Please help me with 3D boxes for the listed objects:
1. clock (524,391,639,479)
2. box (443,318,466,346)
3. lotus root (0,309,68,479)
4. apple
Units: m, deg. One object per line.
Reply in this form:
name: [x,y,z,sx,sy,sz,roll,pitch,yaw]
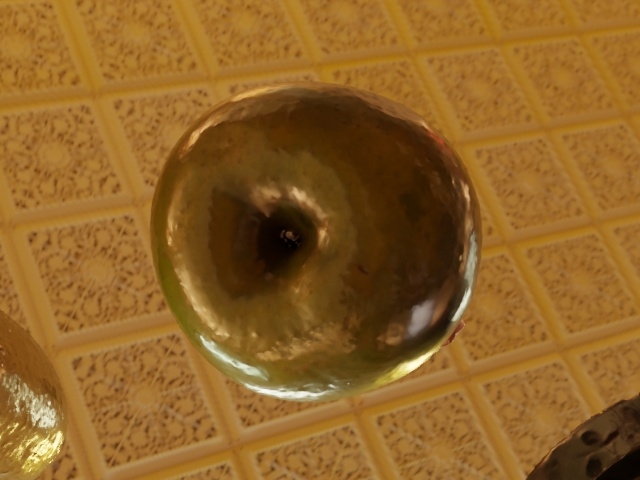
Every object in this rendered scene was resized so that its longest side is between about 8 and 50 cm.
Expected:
clock: [0.214,0.188,0.798,0.215,0.215,0.042,-3,-148,-26]
box: [0.090,0.092,1.482,0.111,0.156,0.060,61,-147,-9]
lotus root: [-0.256,0.101,0.817,0.146,0.303,0.131,42,-103,19]
apple: [0.000,0.000,0.713,0.196,0.196,0.157,52,-158,11]
